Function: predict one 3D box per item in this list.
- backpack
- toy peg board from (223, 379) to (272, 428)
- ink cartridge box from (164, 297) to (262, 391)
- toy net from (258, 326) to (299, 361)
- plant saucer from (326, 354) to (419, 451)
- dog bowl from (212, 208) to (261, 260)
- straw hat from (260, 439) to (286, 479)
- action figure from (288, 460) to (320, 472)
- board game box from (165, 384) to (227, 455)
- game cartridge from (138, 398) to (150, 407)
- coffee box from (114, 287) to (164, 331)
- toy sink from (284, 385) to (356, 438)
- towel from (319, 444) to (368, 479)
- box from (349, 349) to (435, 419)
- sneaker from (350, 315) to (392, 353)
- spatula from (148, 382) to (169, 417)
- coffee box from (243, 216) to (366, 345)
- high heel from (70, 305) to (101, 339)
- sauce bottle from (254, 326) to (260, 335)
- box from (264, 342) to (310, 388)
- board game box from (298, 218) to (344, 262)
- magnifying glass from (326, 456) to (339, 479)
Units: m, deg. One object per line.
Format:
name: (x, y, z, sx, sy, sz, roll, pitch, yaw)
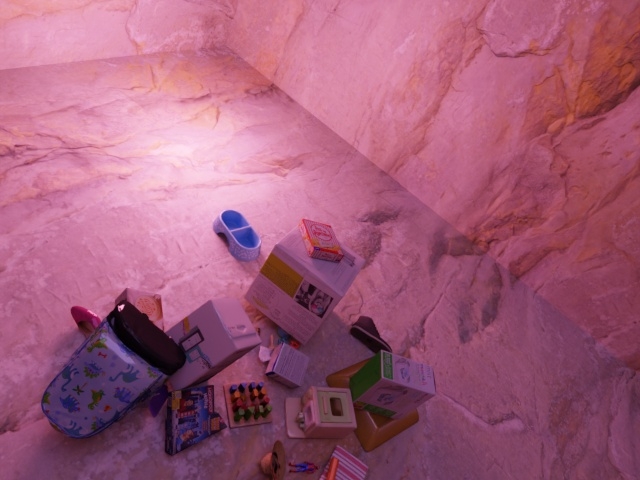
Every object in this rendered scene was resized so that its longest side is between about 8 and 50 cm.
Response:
backpack: (-0.641, 0.412, 1.295, 0.290, 0.355, 0.273, 49, 4, -10)
toy peg board: (-0.254, 0.579, 1.567, 0.161, 0.079, 0.160, 5, 48, -30)
ink cartridge box: (-0.387, 0.353, 1.497, 0.197, 0.270, 0.198, 57, 11, 15)
toy net: (-0.170, 0.441, 1.790, 0.122, 0.045, 0.232, 41, 42, 7)
plant saucer: (0.238, 0.652, 1.811, 0.333, 0.081, 0.332, -10, 55, -39)
dog bowl: (-0.397, -0.034, 2.095, 0.166, 0.074, 0.297, -19, 62, -43)
straw hat: (-0.168, 0.753, 1.457, 0.061, 0.144, 0.144, -13, 43, 12)
action figure: (-0.053, 0.799, 1.517, 0.115, 0.030, 0.038, 13, 39, -24)
board game box: (-0.409, 0.582, 1.429, 0.194, 0.060, 0.194, 5, 79, -40)
game cartridge: (-0.603, 0.527, 1.413, 0.083, 0.056, 0.017, 16, 35, -15)
coffee box: (-0.646, 0.306, 1.542, 0.141, 0.098, 0.246, 24, 35, -44)
toy sink: (-0.001, 0.646, 1.622, 0.234, 0.131, 0.152, 12, 44, -22)
towel: (0.077, 0.855, 1.546, 0.144, 0.029, 0.197, 35, 40, 7)
box: (0.269, 0.559, 1.660, 0.231, 0.262, 0.126, 22, 42, -14)
sneaker: (0.257, 0.443, 2.029, 0.222, 0.083, 0.118, 37, 40, 6)
spatula: (-0.539, 0.467, 1.516, 0.030, 0.084, 0.296, -4, 38, 2)
coffee box: (-0.063, 0.169, 1.870, 0.338, 0.334, 0.337, 36, 31, 5)
high heel: (-0.794, 0.332, 1.468, 0.244, 0.082, 0.117, 49, 31, 0)
sauce bottle: (-0.312, 0.370, 1.769, 0.128, 0.042, 0.042, 11, 45, -23)
box: (-0.129, 0.495, 1.701, 0.137, 0.072, 0.126, 35, 50, -18)
board game box: (0.000, 0.000, 1.793, 0.147, 0.045, 0.193, 12, 37, -31)
magnifying glass: (0.022, 0.863, 1.466, 0.092, 0.026, 0.230, 22, 55, -2)
